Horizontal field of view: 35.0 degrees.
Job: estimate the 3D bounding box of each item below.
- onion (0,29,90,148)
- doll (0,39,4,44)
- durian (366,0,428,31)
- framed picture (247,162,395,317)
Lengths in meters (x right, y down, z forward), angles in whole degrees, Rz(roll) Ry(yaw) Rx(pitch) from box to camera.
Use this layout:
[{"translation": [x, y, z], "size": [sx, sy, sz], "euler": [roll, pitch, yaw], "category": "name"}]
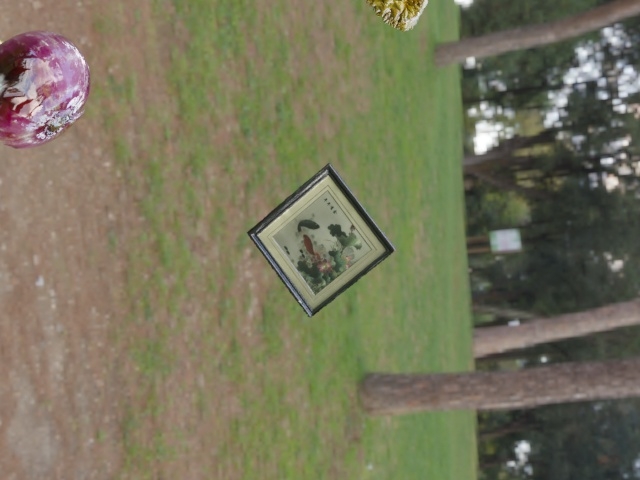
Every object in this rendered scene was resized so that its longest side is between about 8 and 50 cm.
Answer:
[{"translation": [-0.492, -0.255, 1.695], "size": [0.200, 0.207, 0.201], "euler": [-15, 90, -86], "category": "onion"}, {"translation": [-0.683, -0.332, 1.837], "size": [0.291, 0.117, 0.086], "euler": [-13, 60, -51], "category": "doll"}, {"translation": [0.151, -0.502, 1.953], "size": [0.249, 0.137, 0.183], "euler": [-8, 89, -82], "category": "durian"}, {"translation": [0.000, 0.000, 1.749], "size": [0.195, 0.199, 0.010], "euler": [53, 13, 11], "category": "framed picture"}]
